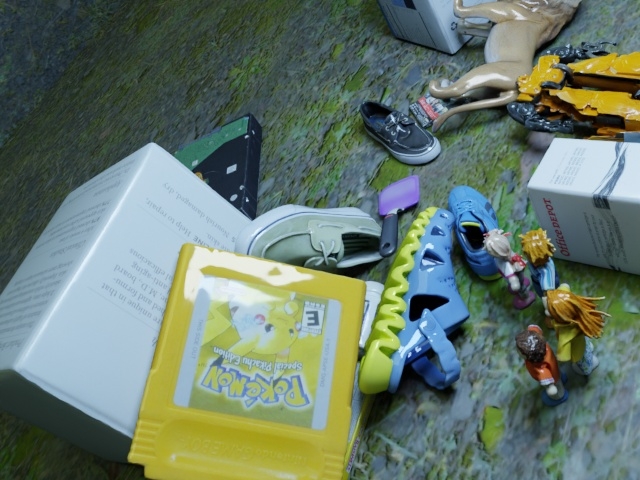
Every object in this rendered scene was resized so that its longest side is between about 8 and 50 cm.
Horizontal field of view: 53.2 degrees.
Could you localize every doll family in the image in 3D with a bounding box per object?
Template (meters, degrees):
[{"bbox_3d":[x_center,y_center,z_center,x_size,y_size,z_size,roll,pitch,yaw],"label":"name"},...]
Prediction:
[{"bbox_3d":[0.299,0.072,0.835,0.118,0.163,0.263,-23,43,17],"label":"doll family"}]

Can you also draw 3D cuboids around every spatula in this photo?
[{"bbox_3d":[0.126,-0.042,1.106,0.084,0.030,0.296,-21,18,20],"label":"spatula"}]

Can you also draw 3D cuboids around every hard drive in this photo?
[{"bbox_3d":[-0.253,-0.135,1.492,0.236,0.064,0.339,-21,45,19],"label":"hard drive"}]

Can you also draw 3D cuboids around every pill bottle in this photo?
[{"bbox_3d":[0.073,0.128,1.018,0.067,0.067,0.120,-5,51,32],"label":"pill bottle"}]

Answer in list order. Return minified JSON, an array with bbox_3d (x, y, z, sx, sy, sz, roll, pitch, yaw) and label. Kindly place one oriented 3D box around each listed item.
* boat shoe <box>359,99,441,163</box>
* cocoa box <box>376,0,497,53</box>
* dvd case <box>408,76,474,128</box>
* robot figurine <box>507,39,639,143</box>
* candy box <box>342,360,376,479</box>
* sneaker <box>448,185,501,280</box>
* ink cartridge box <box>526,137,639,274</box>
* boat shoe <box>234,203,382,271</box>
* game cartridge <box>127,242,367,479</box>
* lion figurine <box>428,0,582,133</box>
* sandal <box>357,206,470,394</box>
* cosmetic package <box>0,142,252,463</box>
[{"bbox_3d":[0.150,-0.227,1.278,0.080,0.076,0.228,-39,41,-1],"label":"boat shoe"},{"bbox_3d":[0.301,-0.629,1.417,0.347,0.231,0.228,-44,41,-6],"label":"cocoa box"},{"bbox_3d":[0.248,-0.282,1.308,0.119,0.013,0.087,-31,42,9],"label":"dvd case"},{"bbox_3d":[0.460,-0.237,1.056,0.291,0.085,0.211,20,66,42],"label":"robot figurine"},{"bbox_3d":[0.016,0.274,0.957,0.105,0.027,0.206,4,56,33],"label":"candy box"},{"bbox_3d":[0.247,-0.033,1.032,0.069,0.082,0.209,-26,41,17],"label":"sneaker"},{"bbox_3d":[0.418,-0.038,0.844,0.237,0.172,0.100,14,62,42],"label":"ink cartridge box"},{"bbox_3d":[0.000,0.000,1.055,0.302,0.109,0.094,-12,32,-41],"label":"boat shoe"},{"bbox_3d":[-0.090,0.183,0.891,0.285,0.053,0.324,12,65,-8],"label":"game cartridge"},{"bbox_3d":[0.362,-0.366,1.232,0.240,0.142,0.392,10,73,21],"label":"lion figurine"},{"bbox_3d":[0.157,0.095,0.949,0.138,0.126,0.317,18,64,4],"label":"sandal"},{"bbox_3d":[-0.315,0.123,1.054,0.329,0.327,0.394,-15,44,45],"label":"cosmetic package"}]
